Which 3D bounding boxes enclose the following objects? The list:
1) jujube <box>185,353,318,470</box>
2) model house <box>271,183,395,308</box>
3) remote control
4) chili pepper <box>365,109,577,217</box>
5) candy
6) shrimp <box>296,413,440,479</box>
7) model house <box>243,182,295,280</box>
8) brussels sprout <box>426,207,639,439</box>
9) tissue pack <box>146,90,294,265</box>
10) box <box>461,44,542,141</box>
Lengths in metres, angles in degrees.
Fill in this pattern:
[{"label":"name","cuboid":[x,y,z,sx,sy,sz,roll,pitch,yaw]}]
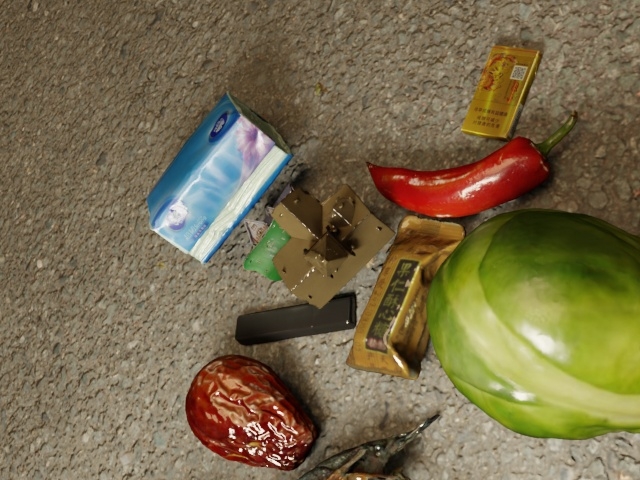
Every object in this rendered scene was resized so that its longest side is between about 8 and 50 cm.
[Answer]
[{"label":"jujube","cuboid":[-0.112,0.290,1.387,0.236,0.168,0.168,27,90,24]},{"label":"model house","cuboid":[0.000,0.000,1.311,0.176,0.248,0.181,45,96,-2]},{"label":"remote control","cuboid":[-0.046,0.140,1.468,0.245,0.025,0.063,-13,62,31]},{"label":"chili pepper","cuboid":[0.223,-0.105,1.325,0.368,0.092,0.137,-10,68,31]},{"label":"candy","cuboid":[0.139,0.085,1.315,0.143,0.101,0.271,8,71,44]},{"label":"shrimp","cuboid":[0.038,0.392,1.237,0.372,0.172,0.137,-25,62,-12]},{"label":"model house","cuboid":[-0.080,-0.025,1.499,0.088,0.117,0.167,41,101,42]},{"label":"brussels sprout","cuboid":[0.314,0.106,1.071,0.371,0.314,0.276,24,111,33]},{"label":"tissue pack","cuboid":[-0.193,-0.122,1.559,0.263,0.146,0.198,-49,25,9]},{"label":"box","cuboid":[0.295,-0.240,1.368,0.089,0.022,0.156,16,83,36]}]
